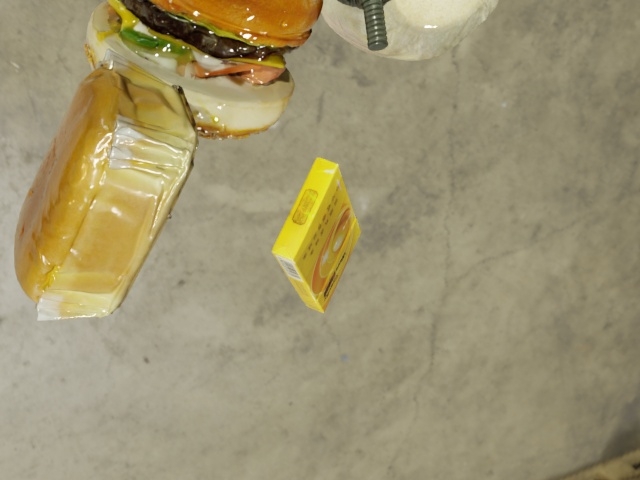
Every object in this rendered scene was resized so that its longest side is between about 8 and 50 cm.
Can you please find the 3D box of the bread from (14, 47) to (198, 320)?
[{"bbox_3d":[-0.211,-0.043,0.841,0.107,0.136,0.241,13,127,-32],"label":"bread"}]

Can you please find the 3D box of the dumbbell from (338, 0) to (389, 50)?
[{"bbox_3d":[0.042,-0.299,0.854,0.081,0.081,0.254,6,71,-38],"label":"dumbbell"}]

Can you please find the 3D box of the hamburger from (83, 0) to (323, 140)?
[{"bbox_3d":[-0.147,-0.258,1.083,0.291,0.291,0.225,4,125,-37],"label":"hamburger"}]

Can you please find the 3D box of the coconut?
[{"bbox_3d":[0.143,-0.444,1.475,0.328,0.329,0.329,-18,126,-26],"label":"coconut"}]

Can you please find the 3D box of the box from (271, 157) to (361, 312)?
[{"bbox_3d":[0.000,0.000,1.310,0.152,0.043,0.269,-63,164,-15],"label":"box"}]
